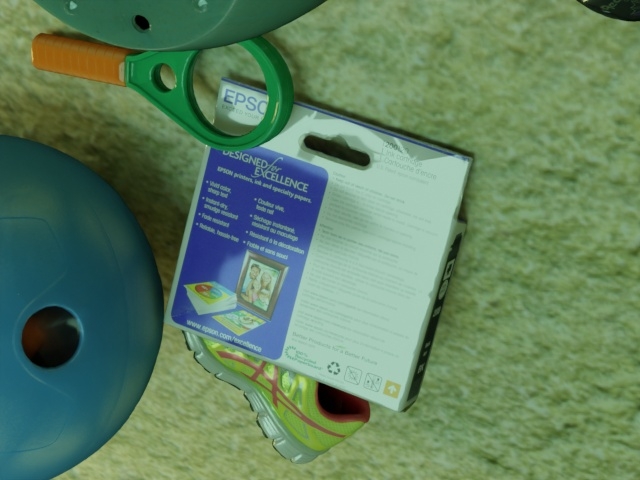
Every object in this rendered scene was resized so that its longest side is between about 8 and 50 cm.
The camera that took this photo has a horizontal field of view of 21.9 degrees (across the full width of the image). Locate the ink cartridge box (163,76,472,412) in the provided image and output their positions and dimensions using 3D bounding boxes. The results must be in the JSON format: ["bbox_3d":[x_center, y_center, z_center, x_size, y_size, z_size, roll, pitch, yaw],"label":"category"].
[{"bbox_3d":[0.000,0.000,1.251,0.206,0.045,0.208,20,109,15],"label":"ink cartridge box"}]

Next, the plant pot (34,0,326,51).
[{"bbox_3d":[-0.070,-0.247,0.946,0.293,0.235,0.293,18,135,18],"label":"plant pot"}]

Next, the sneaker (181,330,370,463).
[{"bbox_3d":[-0.033,0.091,1.369,0.094,0.081,0.208,-22,120,34],"label":"sneaker"}]

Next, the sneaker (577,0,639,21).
[{"bbox_3d":[0.202,-0.150,0.943,0.283,0.124,0.107,32,139,2],"label":"sneaker"}]

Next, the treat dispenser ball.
[{"bbox_3d":[-0.269,0.058,1.323,0.288,0.288,0.288,18,136,18],"label":"treat dispenser ball"}]

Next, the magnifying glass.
[{"bbox_3d":[-0.121,-0.125,1.239,0.231,0.026,0.092,13,112,27],"label":"magnifying glass"}]
